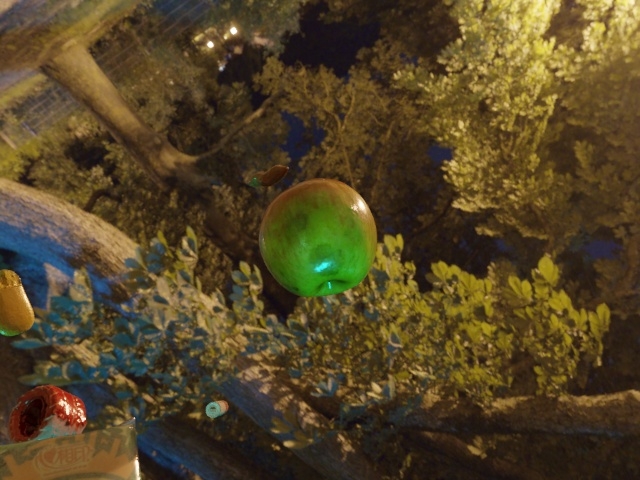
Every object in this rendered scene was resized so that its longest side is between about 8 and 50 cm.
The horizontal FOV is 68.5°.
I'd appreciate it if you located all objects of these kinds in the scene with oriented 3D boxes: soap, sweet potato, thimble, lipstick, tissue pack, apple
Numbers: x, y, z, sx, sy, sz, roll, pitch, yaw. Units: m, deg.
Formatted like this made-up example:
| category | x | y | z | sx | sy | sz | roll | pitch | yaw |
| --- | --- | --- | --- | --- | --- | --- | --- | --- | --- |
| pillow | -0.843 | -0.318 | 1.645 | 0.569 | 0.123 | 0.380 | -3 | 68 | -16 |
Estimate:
| category | x | y | z | sx | sy | sz | roll | pitch | yaw |
| --- | --- | --- | --- | --- | --- | --- | --- | --- | --- |
| soap | -0.773 | 0.152 | 1.164 | 0.033 | 0.169 | 0.089 | -23 | 179 | 36 |
| sweet potato | -0.181 | -0.202 | 1.533 | 0.218 | 0.051 | 0.065 | -10 | -131 | 44 |
| thimble | -0.736 | 0.491 | 1.273 | 0.189 | 0.125 | 0.163 | 27 | -111 | 41 |
| lipstick | -0.270 | 0.442 | 1.237 | 0.038 | 0.038 | 0.131 | -42 | 169 | -14 |
| tissue pack | -0.384 | 0.454 | 0.706 | 0.311 | 0.227 | 0.128 | 60 | -43 | 43 |
| apple | 0.000 | 0.000 | 1.331 | 0.339 | 0.340 | 0.340 | -27 | -152 | 16 |

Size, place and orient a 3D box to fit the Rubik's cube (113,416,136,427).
| category | x | y | z | sx | sy | sz | roll | pitch | yaw |
| --- | --- | --- | --- | --- | --- | --- | --- | --- | --- |
| Rubik's cube | -0.494 | 0.474 | 1.077 | 0.211 | 0.191 | 0.178 | 13 | -132 | 20 |
